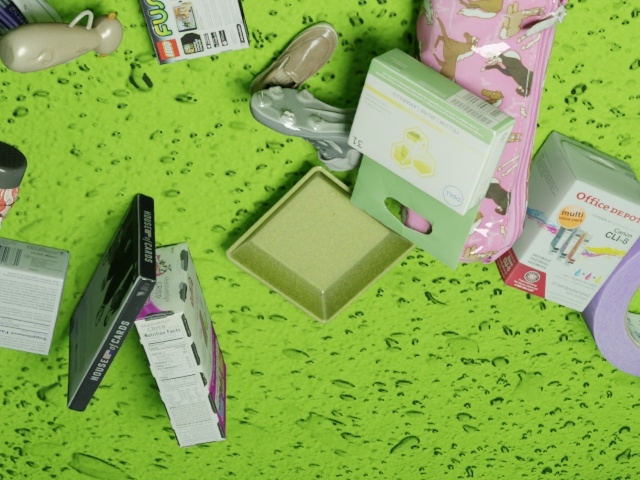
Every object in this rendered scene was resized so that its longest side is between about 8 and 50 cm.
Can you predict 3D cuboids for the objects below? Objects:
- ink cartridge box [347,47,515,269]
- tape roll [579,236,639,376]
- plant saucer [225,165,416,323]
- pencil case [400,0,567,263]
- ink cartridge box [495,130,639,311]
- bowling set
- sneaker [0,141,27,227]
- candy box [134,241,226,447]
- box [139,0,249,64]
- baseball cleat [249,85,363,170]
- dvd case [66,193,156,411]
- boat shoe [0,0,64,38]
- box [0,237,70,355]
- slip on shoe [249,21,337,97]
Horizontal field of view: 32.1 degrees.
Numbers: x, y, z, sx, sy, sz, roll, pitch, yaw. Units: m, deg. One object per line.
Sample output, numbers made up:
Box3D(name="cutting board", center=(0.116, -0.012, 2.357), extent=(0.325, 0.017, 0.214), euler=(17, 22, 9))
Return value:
Box3D(name="ink cartridge box", center=(0.111, -0.082, 1.292), extent=(0.171, 0.056, 0.235), euler=(34, 132, 20))
Box3D(name="tape roll", center=(0.493, 0.062, 1.527), extent=(0.275, 0.090, 0.275), euler=(-5, 127, -6))
Box3D(name="plant saucer", center=(0.000, 0.000, 1.497), extent=(0.188, 0.045, 0.188), euler=(36, 115, -25))
Box3D(name="pencil case", center=(0.188, -0.162, 1.325), extent=(0.160, 0.167, 0.386), euler=(-1, 125, -8))
Box3D(name="ink cartridge box", center=(0.322, -0.025, 1.449), extent=(0.128, 0.127, 0.176), euler=(20, 120, -17))
Box3D(name="bowling set", center=(-0.293, -0.344, 1.196), extent=(0.154, 0.200, 0.287), euler=(-23, 152, -43))
Box3D(name="sneaker", center=(-0.515, -0.081, 1.383), extent=(0.270, 0.090, 0.145), euler=(19, 119, -19))
Box3D(name="candy box", center=(-0.188, 0.143, 1.515), extent=(0.071, 0.159, 0.233), euler=(-11, 124, 2))
Box3D(name="box", center=(-0.158, -0.311, 1.279), extent=(0.114, 0.036, 0.207), euler=(-10, 125, 4))
Box3D(name="baseball cleat", center=(0.000, -0.129, 1.369), extent=(0.206, 0.072, 0.109), euler=(8, 142, -22))
Box3D(name="dvd case", center=(-0.275, 0.081, 1.454), extent=(0.029, 0.179, 0.238), euler=(19, 122, -23))
Box3D(name="boat shoe", center=(-0.384, -0.288, 1.257), extent=(0.226, 0.076, 0.083), euler=(35, 115, -24))
Box3D(name="box", center=(-0.415, 0.074, 1.506), extent=(0.126, 0.072, 0.137), euler=(12, 122, -12))
Box3D(name="slip on shoe", center=(-0.033, -0.209, 1.353), extent=(0.135, 0.041, 0.051), euler=(-35, 120, 19))
